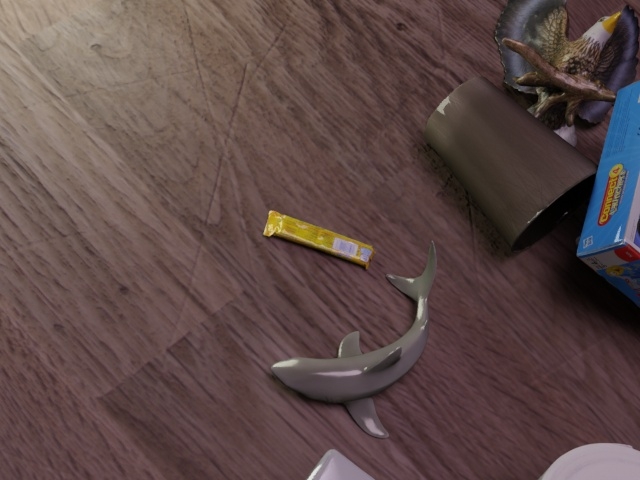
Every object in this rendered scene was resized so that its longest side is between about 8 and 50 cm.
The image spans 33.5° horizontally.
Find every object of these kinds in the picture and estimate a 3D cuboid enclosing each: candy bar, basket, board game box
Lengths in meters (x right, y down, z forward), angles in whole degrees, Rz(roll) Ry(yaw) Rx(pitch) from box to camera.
[{"bbox_3d":[0.000,0.000,1.493,0.161,0.018,0.040,19,61,-5],"label":"candy bar"},{"bbox_3d":[0.275,-0.121,1.565,0.204,0.154,0.227,-26,67,-38],"label":"basket"},{"bbox_3d":[0.526,-0.031,1.518,0.302,0.086,0.308,36,58,-23],"label":"board game box"}]

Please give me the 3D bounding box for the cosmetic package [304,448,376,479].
[{"bbox_3d":[0.125,0.451,1.147,0.453,0.230,0.161,36,58,7],"label":"cosmetic package"}]

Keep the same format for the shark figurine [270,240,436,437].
[{"bbox_3d":[0.093,0.136,1.388,0.278,0.116,0.166,-38,78,-28],"label":"shark figurine"}]

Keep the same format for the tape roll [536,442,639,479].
[{"bbox_3d":[0.331,0.386,1.255,0.246,0.169,0.246,10,50,-12],"label":"tape roll"}]

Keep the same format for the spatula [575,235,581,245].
[{"bbox_3d":[0.508,0.050,1.597,0.168,0.019,0.242,-36,75,-21],"label":"spatula"}]

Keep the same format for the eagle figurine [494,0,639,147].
[{"bbox_3d":[0.404,-0.289,1.700,0.298,0.225,0.226,-68,137,-61],"label":"eagle figurine"}]
